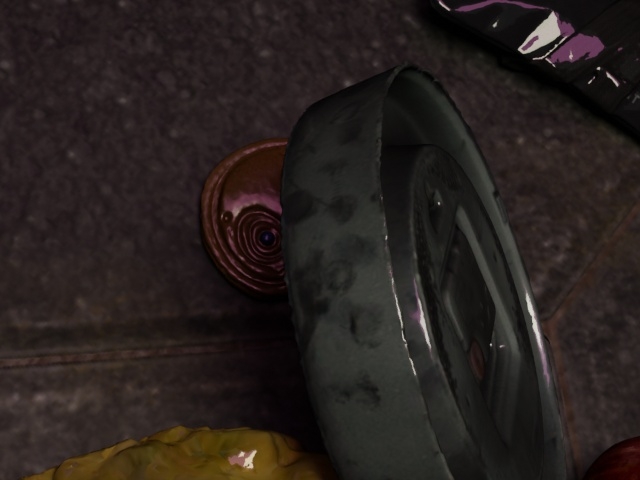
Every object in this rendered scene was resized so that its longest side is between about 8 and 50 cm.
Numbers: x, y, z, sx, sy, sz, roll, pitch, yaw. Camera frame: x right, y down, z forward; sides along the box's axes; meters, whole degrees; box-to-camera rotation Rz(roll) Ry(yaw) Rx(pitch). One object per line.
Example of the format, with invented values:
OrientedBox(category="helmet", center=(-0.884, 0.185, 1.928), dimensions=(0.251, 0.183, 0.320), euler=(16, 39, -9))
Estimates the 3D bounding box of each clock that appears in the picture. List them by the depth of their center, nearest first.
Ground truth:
OrientedBox(category="clock", center=(0.068, 0.054, 0.789), dimensions=(0.061, 0.312, 0.312), euler=(-16, 69, 20))

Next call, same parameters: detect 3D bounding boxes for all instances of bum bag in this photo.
OrientedBox(category="bum bag", center=(0.189, -0.161, 1.017), dimensions=(0.248, 0.060, 0.123), euler=(28, 67, -2))

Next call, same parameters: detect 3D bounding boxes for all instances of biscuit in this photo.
OrientedBox(category="biscuit", center=(0.000, 0.000, 0.932), dimensions=(0.175, 0.026, 0.124), euler=(37, 67, 4))

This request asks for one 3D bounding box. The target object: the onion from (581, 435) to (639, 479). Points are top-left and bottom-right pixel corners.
OrientedBox(category="onion", center=(0.209, 0.184, 0.852), dimensions=(0.131, 0.131, 0.131), euler=(4, 68, -11))

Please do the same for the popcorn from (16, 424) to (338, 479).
OrientedBox(category="popcorn", center=(-0.070, 0.206, 0.734), dimensions=(0.250, 0.190, 0.250), euler=(-10, 43, 10))
